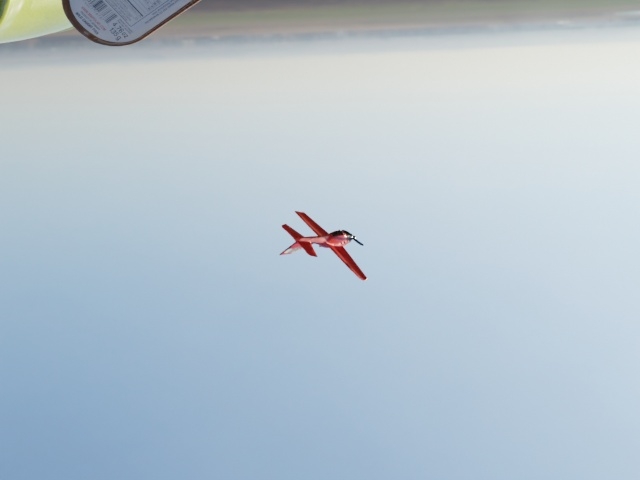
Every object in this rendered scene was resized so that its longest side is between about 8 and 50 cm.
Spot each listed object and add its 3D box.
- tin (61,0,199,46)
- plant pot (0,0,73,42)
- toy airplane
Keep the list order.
[{"bbox_3d":[-0.179,-0.270,0.916,0.189,0.106,0.040,-29,-135,19],"label":"tin"},{"bbox_3d":[-0.483,-0.438,1.304,0.366,0.366,0.353,0,-150,11],"label":"plant pot"},{"bbox_3d":[0.000,0.000,1.229,0.151,0.028,0.151,22,-150,-13],"label":"toy airplane"}]
